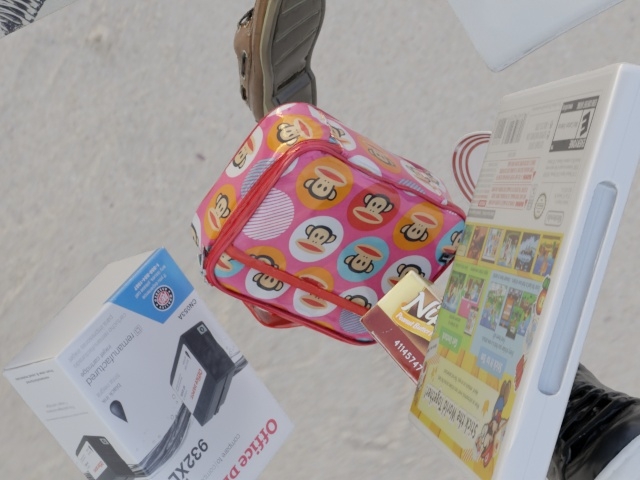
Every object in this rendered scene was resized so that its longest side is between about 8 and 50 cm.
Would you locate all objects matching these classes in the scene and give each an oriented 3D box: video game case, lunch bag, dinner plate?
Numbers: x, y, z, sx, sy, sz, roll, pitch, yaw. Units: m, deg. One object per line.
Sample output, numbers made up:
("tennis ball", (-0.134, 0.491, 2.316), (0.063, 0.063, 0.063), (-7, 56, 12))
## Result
("video game case", (0.103, 0.018, 0.719), (0.026, 0.227, 0.206), (17, 90, -7))
("lunch bag", (0.000, 0.000, 1.599), (0.293, 0.258, 0.120), (24, 24, -35))
("dinner plate", (0.206, -0.066, 1.513), (0.141, 0.141, 0.017), (43, 57, 1))

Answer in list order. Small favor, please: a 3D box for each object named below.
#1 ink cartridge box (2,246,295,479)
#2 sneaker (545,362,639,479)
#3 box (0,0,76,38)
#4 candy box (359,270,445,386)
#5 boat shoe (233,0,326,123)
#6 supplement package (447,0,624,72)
("ink cartridge box", (-0.205, 0.200, 1.711), (0.307, 0.129, 0.223), (56, 48, -18))
("sneaker", (0.134, 0.100, 0.784), (0.079, 0.217, 0.121), (-40, 76, -4))
("box", (-0.403, -0.285, 1.556), (0.275, 0.113, 0.094), (-34, 52, -25))
("candy box", (0.175, 0.148, 1.565), (0.087, 0.316, 0.183), (-44, 69, 6))
("boat shoe", (-0.069, -0.262, 1.812), (0.110, 0.307, 0.104), (-35, 62, -30))
("supplement package", (0.099, -0.140, 0.342), (0.105, 0.179, 0.105), (56, 30, -14))
